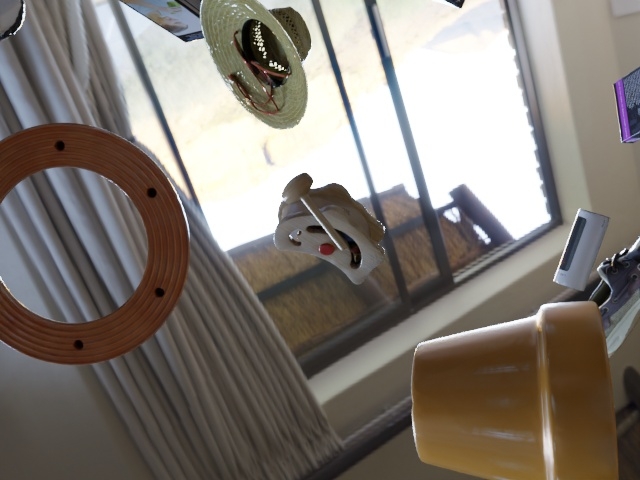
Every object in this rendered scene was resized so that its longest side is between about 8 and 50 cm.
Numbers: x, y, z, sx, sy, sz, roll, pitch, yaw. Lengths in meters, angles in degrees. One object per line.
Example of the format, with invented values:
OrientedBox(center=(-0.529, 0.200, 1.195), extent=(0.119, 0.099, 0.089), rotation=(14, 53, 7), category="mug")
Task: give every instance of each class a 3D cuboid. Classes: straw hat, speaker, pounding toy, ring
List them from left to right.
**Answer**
OrientedBox(center=(-0.346, 0.007, 0.927), extent=(0.336, 0.337, 0.032), rotation=(-18, -173, 3), category="ring")
OrientedBox(center=(-0.041, -0.176, 0.603), extent=(0.061, 0.145, 0.144), rotation=(-42, -152, -25), category="straw hat")
OrientedBox(center=(0.000, 0.000, 1.214), extent=(0.154, 0.269, 0.155), rotation=(-29, -144, 29), category="pounding toy")
OrientedBox(center=(0.453, 0.018, 1.154), extent=(0.055, 0.136, 0.055), rotation=(17, -173, -2), category="speaker")

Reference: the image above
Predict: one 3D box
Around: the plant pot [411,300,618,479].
OrientedBox(center=(0.199, 0.171, 0.701), extent=(0.187, 0.205, 0.205), rotation=(-5, -157, 18), category="plant pot")

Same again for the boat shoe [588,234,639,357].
OrientedBox(center=(0.532, 0.071, 1.168), extent=(0.092, 0.285, 0.103), rotation=(23, -159, 6), category="boat shoe")

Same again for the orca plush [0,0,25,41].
OrientedBox(center=(-0.521, -0.243, 0.865), extent=(0.287, 0.151, 0.102), rotation=(-42, 175, -21), category="orca plush")

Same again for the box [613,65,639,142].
OrientedBox(center=(0.570, -0.248, 1.139), extent=(0.029, 0.116, 0.162), rotation=(0, 168, -12), category="box")

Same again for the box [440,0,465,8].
OrientedBox(center=(0.179, -0.499, 1.192), extent=(0.155, 0.093, 0.158), rotation=(17, -159, -25), category="box")

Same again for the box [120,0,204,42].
OrientedBox(center=(-0.262, -0.455, 1.085), extent=(0.087, 0.169, 0.290), rotation=(-7, 174, 18), category="box")
